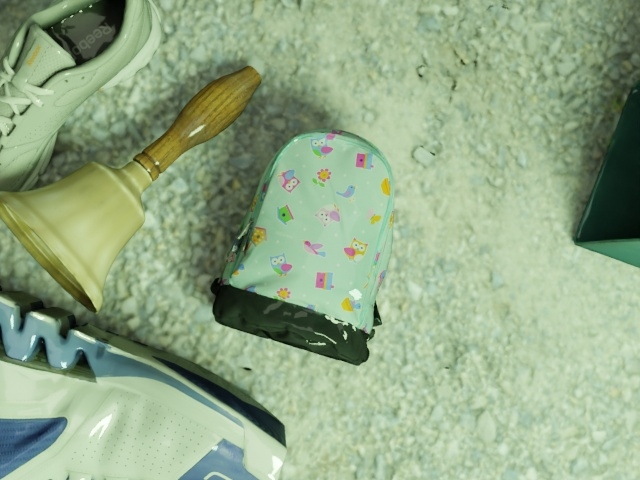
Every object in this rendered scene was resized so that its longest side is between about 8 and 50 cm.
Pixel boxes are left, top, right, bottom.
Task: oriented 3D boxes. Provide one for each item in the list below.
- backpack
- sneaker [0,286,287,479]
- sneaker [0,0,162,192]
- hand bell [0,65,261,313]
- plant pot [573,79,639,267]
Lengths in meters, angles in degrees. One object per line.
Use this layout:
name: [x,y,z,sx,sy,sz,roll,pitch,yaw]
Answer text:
backpack: [0.000,0.000,0.802,0.152,0.115,0.182,18,83,-3]
sneaker: [-0.194,0.163,0.775,0.315,0.127,0.182,24,88,1]
sneaker: [-0.237,-0.122,0.774,0.099,0.121,0.262,41,83,-3]
hand bell: [-0.138,-0.065,0.808,0.242,0.126,0.126,-43,93,-19]
plant pot: [0.381,-0.030,0.830,0.234,0.166,0.165,23,85,-8]
